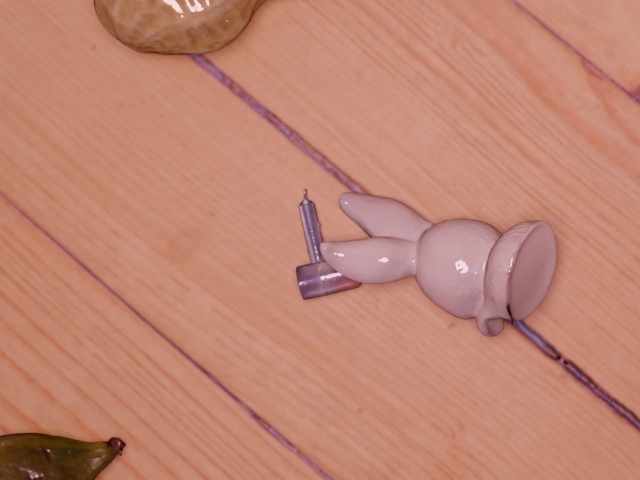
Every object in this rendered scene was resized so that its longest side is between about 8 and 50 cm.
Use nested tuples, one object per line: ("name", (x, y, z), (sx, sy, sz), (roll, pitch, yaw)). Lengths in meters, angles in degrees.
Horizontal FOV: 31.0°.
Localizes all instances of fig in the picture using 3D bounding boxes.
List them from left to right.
("fig", (-0.302, 0.268, 1.220), (0.184, 0.127, 0.133), (-7, 51, -29))

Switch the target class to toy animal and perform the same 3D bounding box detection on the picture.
("toy animal", (0.117, 0.022, 1.157), (0.220, 0.131, 0.104), (11, 64, 31))

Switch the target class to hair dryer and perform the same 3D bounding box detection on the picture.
("hair dryer", (0.000, 0.000, 1.199), (0.063, 0.037, 0.114), (-14, 82, 6))

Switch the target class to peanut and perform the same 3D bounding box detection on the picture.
("peanut", (-0.086, -0.271, 1.156), (0.298, 0.120, 0.136), (-23, 84, 8))
